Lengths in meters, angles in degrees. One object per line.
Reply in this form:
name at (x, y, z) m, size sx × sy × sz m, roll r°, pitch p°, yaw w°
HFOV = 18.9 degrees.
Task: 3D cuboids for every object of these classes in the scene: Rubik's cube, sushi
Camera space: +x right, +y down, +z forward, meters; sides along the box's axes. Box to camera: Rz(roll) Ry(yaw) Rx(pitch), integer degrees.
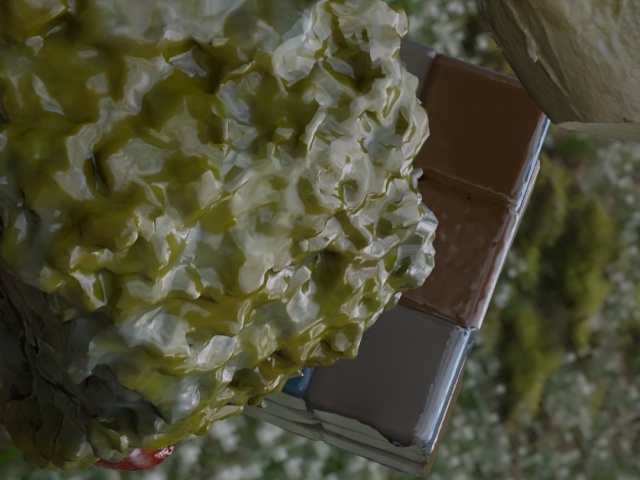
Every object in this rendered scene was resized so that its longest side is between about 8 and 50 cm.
Rubik's cube at (0.000, 0.000, 1.808) m, size 0.346 × 0.347 × 0.344 m, roll 85°, pitch 27°, yaw -78°
sushi at (-0.116, -0.086, 1.028) m, size 0.396 × 0.240 × 0.351 m, roll 57°, pitch -23°, yaw 24°

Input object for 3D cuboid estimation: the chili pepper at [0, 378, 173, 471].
chili pepper at (-0.202, 0.092, 1.478) m, size 0.253 × 0.144 × 0.136 m, roll 33°, pitch -7°, yaw -28°

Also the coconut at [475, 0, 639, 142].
coconut at (0.262, -0.242, 1.400) m, size 0.360 × 0.346 × 0.346 m, roll 52°, pitch 15°, yaw -34°
